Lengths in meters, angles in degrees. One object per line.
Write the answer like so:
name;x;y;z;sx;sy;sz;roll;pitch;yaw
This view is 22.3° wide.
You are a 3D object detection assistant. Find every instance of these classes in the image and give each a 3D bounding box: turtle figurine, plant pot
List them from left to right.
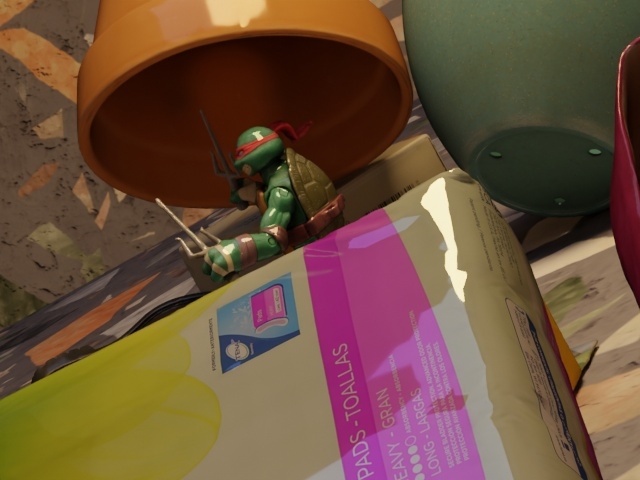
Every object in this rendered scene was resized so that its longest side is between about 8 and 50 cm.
plant pot;-0.077;-0.185;1.436;0.291;0.203;0.291;-8;-26;-4
turtle figurine;-0.032;-0.005;1.304;0.118;0.234;0.175;-27;8;22
plant pot;0.199;-0.135;1.348;0.290;0.290;0.195;-22;47;44

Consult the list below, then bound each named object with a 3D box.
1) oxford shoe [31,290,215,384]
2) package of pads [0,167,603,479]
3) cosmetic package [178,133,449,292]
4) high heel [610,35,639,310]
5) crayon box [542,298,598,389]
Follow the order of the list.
oxford shoe;-0.165;0.127;1.595;0.227;0.082;0.096;-29;30;-12
package of pads;-0.033;0.128;0.639;0.297;0.101;0.229;-28;38;13
cosmetic package;0.000;0.000;1.627;0.160;0.113;0.309;-33;10;-28
high heel;0.165;0.023;0.595;0.127;0.181;0.377;-28;7;5
crayon box;0.018;0.117;0.891;0.203;0.083;0.323;-25;8;26
